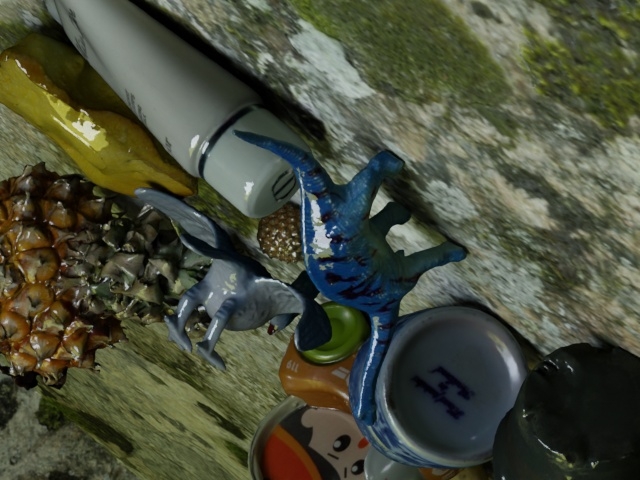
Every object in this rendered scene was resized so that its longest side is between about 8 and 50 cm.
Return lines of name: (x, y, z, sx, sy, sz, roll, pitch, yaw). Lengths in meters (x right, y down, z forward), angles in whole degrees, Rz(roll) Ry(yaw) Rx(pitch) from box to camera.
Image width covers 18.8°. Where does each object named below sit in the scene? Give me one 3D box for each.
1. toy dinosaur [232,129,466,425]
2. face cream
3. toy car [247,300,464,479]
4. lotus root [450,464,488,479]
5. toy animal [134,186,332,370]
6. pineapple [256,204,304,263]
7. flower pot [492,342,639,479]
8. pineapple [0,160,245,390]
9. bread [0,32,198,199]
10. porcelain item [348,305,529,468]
toy dinosaur: (0.034, -0.002, 1.610, 0.076, 0.144, 0.329, 26, 147, 46)
face cream: (-0.139, -0.144, 1.665, 0.314, 0.089, 0.143, 43, 166, 21)
toy car: (0.032, 0.202, 1.964, 0.235, 0.235, 0.145, 25, 160, 35)
lotus root: (0.145, 0.254, 2.140, 0.073, 0.062, 0.150, 20, 154, 46)
toy animal: (-0.076, 0.038, 1.855, 0.239, 0.176, 0.255, 34, 158, 23)
pineapple: (0.000, 0.000, 1.805, 0.124, 0.058, 0.058, 11, 151, 34)
flower pot: (0.223, 0.158, 1.611, 0.157, 0.157, 0.107, 30, 148, 22)
pineapple: (-0.202, 0.034, 2.087, 0.271, 0.262, 0.262, -3, 143, 30)
bread: (-0.218, -0.120, 1.860, 0.233, 0.088, 0.160, 41, 168, -20)
porcelain item: (0.107, 0.135, 1.759, 0.147, 0.147, 0.114, 40, 163, -8)
